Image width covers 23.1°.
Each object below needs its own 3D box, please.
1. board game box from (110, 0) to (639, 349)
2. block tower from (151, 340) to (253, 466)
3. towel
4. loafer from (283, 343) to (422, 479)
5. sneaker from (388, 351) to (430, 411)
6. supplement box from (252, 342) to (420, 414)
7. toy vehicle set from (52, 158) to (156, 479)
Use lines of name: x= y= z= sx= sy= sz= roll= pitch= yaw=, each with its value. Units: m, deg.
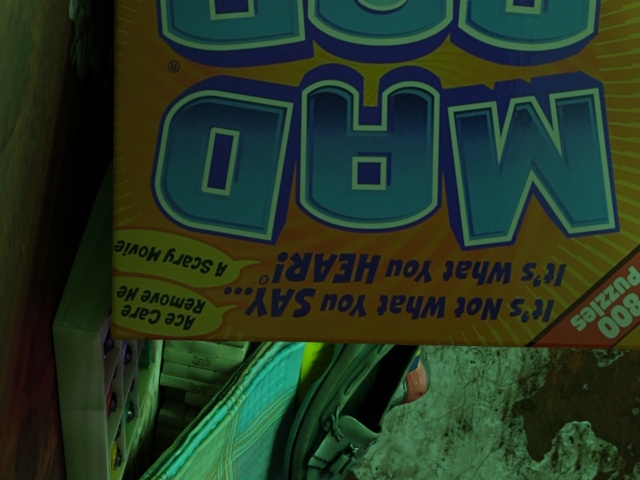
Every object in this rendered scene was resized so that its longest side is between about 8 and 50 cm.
board game box: x=0.052 y=-0.114 z=1.170 sx=0.356 sy=0.356 sz=0.356 roll=-27 pitch=118 yaw=-86
block tower: x=-0.129 y=0.161 z=1.743 sx=0.097 sy=0.091 sz=0.335 roll=-76 pitch=176 yaw=-61
towel: x=-0.118 y=0.285 z=1.662 sx=0.370 sy=0.040 sz=0.271 roll=-47 pitch=149 yaw=-48
loafer: x=0.040 y=0.182 z=1.748 sx=0.096 sy=0.084 sz=0.267 roll=11 pitch=104 yaw=-48
sneaker: x=0.014 y=0.193 z=2.019 sx=0.276 sy=0.135 sz=0.097 roll=-17 pitch=-85 yaw=53
supplement box: x=0.000 y=0.000 z=1.811 sx=0.194 sy=0.195 sz=0.356 roll=-23 pitch=135 yaw=-32
toy vehicle set: x=-0.168 y=0.083 z=1.250 sx=0.267 sy=0.035 sz=0.166 roll=97 pitch=4 yaw=-51
